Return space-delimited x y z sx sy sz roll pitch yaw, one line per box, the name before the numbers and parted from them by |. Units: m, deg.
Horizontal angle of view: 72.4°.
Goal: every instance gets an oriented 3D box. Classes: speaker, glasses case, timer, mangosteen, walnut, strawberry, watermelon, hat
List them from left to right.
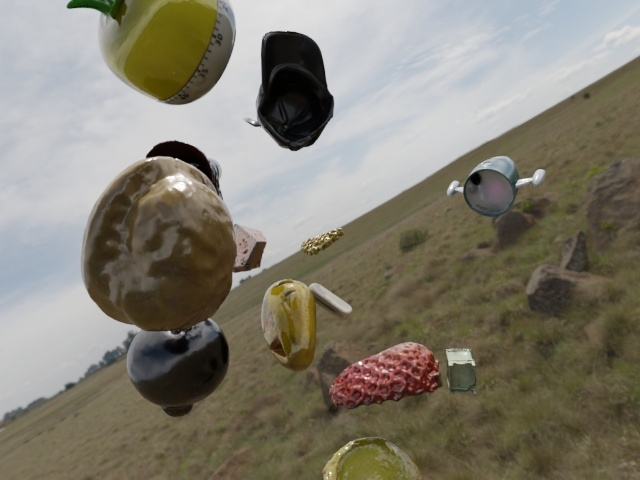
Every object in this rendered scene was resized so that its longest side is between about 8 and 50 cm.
timer | -0.322 -0.407 0.801 0.285 0.285 0.285 -29 -1 -1
walnut | -0.356 0.024 1.008 0.383 0.384 0.383 -29 -1 -1
mangosteen | -0.422 0.372 1.304 0.296 0.314 0.297 8 -2 0
speaker | -0.340 -0.160 1.294 0.198 0.259 0.329 -47 1 9
watermelon | -0.271 0.040 1.654 0.139 0.193 0.256 16 -5 -27
hat | -0.101 -0.411 1.266 0.238 0.336 0.209 -10 2 -25
glasses case | 0.033 0.242 1.739 0.050 0.196 0.083 -62 -14 23
strawberry | 0.185 0.395 1.293 0.336 0.149 0.265 -9 -15 -12

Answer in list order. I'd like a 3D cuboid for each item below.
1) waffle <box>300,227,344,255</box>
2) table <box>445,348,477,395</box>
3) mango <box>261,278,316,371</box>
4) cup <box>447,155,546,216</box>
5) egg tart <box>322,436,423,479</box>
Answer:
waffle | 0.000 0.000 1.763 0.160 0.046 0.192 -39 17 -14
table | 0.325 0.303 1.008 0.062 0.079 0.083 -3 8 12
mango | -0.102 0.302 1.571 0.182 0.365 0.253 5 -53 -27
cup | 0.563 -0.191 1.414 0.299 0.168 0.173 -3 31 39
egg tart | 0.149 0.726 1.247 0.315 0.315 0.120 -29 -30 -34
